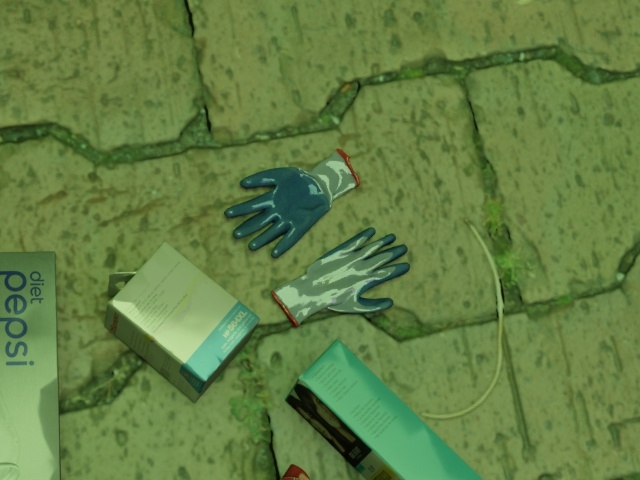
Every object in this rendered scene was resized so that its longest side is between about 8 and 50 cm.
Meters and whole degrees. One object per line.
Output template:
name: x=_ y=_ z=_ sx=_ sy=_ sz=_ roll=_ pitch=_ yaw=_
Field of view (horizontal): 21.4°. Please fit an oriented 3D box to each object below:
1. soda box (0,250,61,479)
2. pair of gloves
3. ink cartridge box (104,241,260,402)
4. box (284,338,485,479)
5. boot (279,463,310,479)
soda box: x=-0.303 y=0.157 z=1.647 sx=0.098 sy=0.091 sz=0.286 roll=0 pitch=71 yaw=-10
pair of gloves: x=0.000 y=0.000 z=1.793 sx=0.159 sy=0.023 sz=0.198 roll=-29 pitch=78 yaw=-18
ink cartridge box: x=-0.148 y=0.077 z=1.702 sx=0.143 sy=0.092 sz=0.090 roll=40 pitch=69 yaw=4
box: x=0.076 y=0.213 z=1.692 sx=0.244 sy=0.100 sz=0.060 roll=43 pitch=70 yaw=6
boot: x=-0.085 y=0.299 z=1.645 sx=0.244 sy=0.088 sz=0.176 roll=10 pitch=69 yaw=-15
